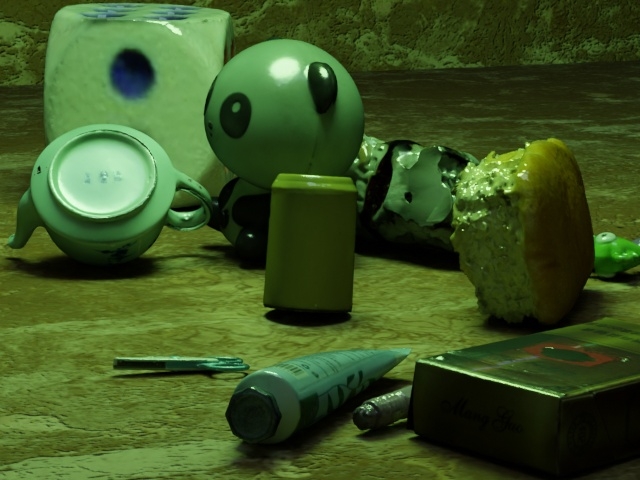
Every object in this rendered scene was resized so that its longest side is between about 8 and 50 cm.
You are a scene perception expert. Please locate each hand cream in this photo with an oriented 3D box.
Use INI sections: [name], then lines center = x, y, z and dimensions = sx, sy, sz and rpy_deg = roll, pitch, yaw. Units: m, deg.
[hand cream]
center = -0.005, 0.117, 1.597
dimensions = 0.091, 0.058, 0.271
rpy_deg = -8, 4, 20

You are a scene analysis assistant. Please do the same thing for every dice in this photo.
[dice]
center = -0.234, -0.184, 2.590
dimensions = 0.243, 0.251, 0.259
rpy_deg = 1, 12, 5

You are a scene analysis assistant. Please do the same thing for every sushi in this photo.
[sushi]
center = 0.091, -0.057, 2.253
dimensions = 0.332, 0.124, 0.130
rpy_deg = 13, -11, 47

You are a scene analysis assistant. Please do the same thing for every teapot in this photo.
[teapot]
center = -0.236, -0.036, 2.166
dimensions = 0.232, 0.159, 0.159
rpy_deg = -5, 12, -7

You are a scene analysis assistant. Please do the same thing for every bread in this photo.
[bread]
center = 0.210, -0.009, 1.962
dimensions = 0.121, 0.174, 0.245
rpy_deg = -17, 5, 16

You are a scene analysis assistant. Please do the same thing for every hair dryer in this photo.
[hair dryer]
center = 0.000, 0.000, 2.025
dimensions = 0.090, 0.135, 0.278
rpy_deg = 3, 1, 6

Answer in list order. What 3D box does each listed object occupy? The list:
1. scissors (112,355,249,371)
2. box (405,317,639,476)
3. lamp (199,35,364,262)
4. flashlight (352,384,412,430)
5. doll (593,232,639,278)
[scissors]
center = -0.124, 0.109, 1.719
dimensions = 0.119, 0.014, 0.058
rpy_deg = 1, 6, -12
[box]
center = 0.207, 0.119, 1.548
dimensions = 0.240, 0.071, 0.159
rpy_deg = -8, 16, -41
[lamp]
center = -0.051, -0.106, 2.198
dimensions = 0.197, 0.244, 0.198
rpy_deg = 17, 12, -4
[flashlight]
center = 0.069, 0.133, 1.571
dimensions = 0.110, 0.031, 0.052
rpy_deg = -15, 43, -42
[doll]
center = 0.288, 0.008, 2.165
dimensions = 0.115, 0.050, 0.190
rpy_deg = 2, 7, -30
